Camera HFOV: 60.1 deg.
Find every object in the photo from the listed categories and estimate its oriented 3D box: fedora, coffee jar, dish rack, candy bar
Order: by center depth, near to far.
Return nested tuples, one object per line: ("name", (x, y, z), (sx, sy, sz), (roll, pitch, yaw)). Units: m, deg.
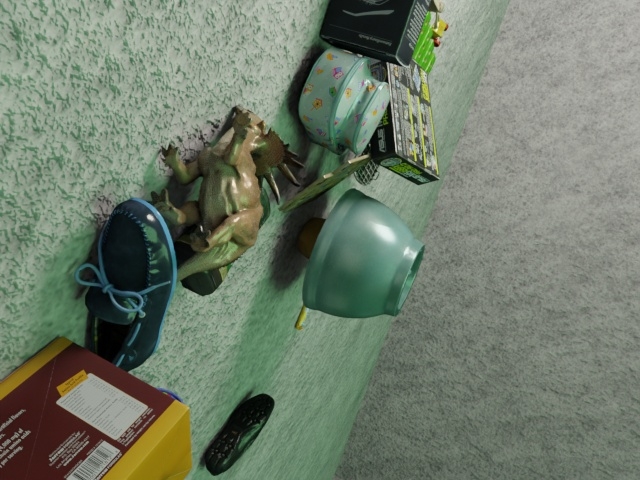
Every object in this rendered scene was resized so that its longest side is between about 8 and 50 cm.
("coffee jar", (-0.154, -0.009, 0.849), (0.184, 0.079, 0.096), (-58, 160, -30))
("fedora", (0.000, 0.000, 1.297), (0.194, 0.079, 0.194), (-58, 162, -32))
("dish rack", (0.138, -0.277, 1.388), (0.271, 0.074, 0.208), (-65, 161, -4))
("candy bar", (-0.031, 0.170, 1.506), (0.161, 0.018, 0.040), (-68, 162, 0))

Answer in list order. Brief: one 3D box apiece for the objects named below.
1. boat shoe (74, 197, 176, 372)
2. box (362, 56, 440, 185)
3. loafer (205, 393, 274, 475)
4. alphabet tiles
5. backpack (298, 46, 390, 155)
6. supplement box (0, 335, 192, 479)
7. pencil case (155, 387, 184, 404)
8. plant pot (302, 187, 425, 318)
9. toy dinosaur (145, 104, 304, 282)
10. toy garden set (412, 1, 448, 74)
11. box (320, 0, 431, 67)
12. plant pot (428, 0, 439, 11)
("boat shoe", (-0.236, 0.075, 0.678), (0.089, 0.109, 0.258), (-37, 143, -52))
("box", (0.176, -0.275, 1.195), (0.216, 0.060, 0.270), (14, 68, -55))
("loafer", (-0.190, 0.456, 1.309), (0.223, 0.076, 0.078), (-45, 157, -40))
("alphabet tiles", (0.011, -0.114, 1.118), (0.198, 0.009, 0.237), (-33, 179, 28))
("backpack", (0.042, -0.256, 1.024), (0.165, 0.144, 0.188), (-60, 158, -5))
("supplement box", (-0.279, 0.244, 0.605), (0.191, 0.194, 0.129), (-47, 153, -47))
("pencil case", (-0.291, 0.375, 0.840), (0.133, 0.119, 0.306), (-106, -148, -73))
("plant pot", (0.112, 0.054, 1.233), (0.293, 0.196, 0.293), (-57, 161, -32))
("toy dinosaur", (-0.119, -0.059, 0.769), (0.200, 0.127, 0.295), (23, 80, -64))
("toy garden set", (0.282, -0.556, 1.506), (0.203, 0.049, 0.244), (-64, 161, -7))
("box", (0.112, -0.436, 0.991), (0.108, 0.153, 0.207), (-17, 128, -68))
("plant pot", (0.202, -0.560, 1.191), (0.109, 0.109, 0.096), (-10, 110, -69))
